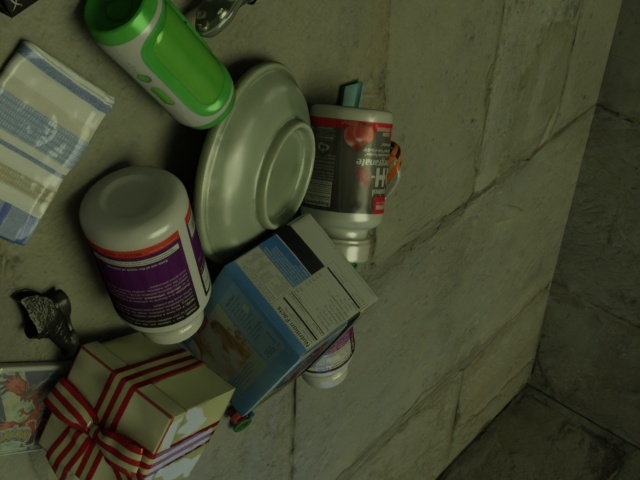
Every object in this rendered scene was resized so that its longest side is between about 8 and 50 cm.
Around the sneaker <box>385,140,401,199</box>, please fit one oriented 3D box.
[{"bbox_3d":[0.090,-0.099,2.158,0.321,0.125,0.180,-47,-172,25],"label":"sneaker"}]

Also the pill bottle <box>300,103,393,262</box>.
[{"bbox_3d":[0.051,-0.120,1.953,0.176,0.176,0.318,-6,104,-55],"label":"pill bottle"}]

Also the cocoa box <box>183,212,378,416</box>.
[{"bbox_3d":[-0.094,0.155,1.861,0.228,0.231,0.347,-34,170,-36],"label":"cocoa box"}]

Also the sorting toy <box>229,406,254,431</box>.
[{"bbox_3d":[-0.196,0.423,2.266,0.061,0.042,0.102,-31,154,-17],"label":"sorting toy"}]

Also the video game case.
[{"bbox_3d":[-0.527,0.300,1.662,0.201,0.023,0.183,10,107,-59],"label":"video game case"}]

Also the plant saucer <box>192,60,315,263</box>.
[{"bbox_3d":[-0.099,-0.134,1.774,0.400,0.101,0.400,-55,156,-40],"label":"plant saucer"}]

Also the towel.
[{"bbox_3d":[-0.444,-0.139,1.402,0.285,0.034,0.209,-58,149,-3],"label":"towel"}]

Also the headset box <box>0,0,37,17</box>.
[{"bbox_3d":[-0.349,-0.461,1.189,0.293,0.110,0.218,-45,147,-25],"label":"headset box"}]

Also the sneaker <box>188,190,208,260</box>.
[{"bbox_3d":[-0.229,-0.050,1.783,0.083,0.071,0.190,6,102,-51],"label":"sneaker"}]

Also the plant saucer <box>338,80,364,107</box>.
[{"bbox_3d":[0.055,-0.261,2.073,0.067,0.018,0.192,-25,134,-45],"label":"plant saucer"}]

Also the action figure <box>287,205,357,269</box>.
[{"bbox_3d":[0.000,0.000,2.070,0.232,0.063,0.137,41,81,-27],"label":"action figure"}]

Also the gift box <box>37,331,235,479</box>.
[{"bbox_3d":[-0.343,0.346,1.715,0.258,0.255,0.276,-10,125,-65],"label":"gift box"}]

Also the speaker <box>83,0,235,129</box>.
[{"bbox_3d":[-0.246,-0.292,1.479,0.131,0.131,0.296,-56,150,-7],"label":"speaker"}]

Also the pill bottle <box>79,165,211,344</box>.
[{"bbox_3d":[-0.295,0.037,1.632,0.181,0.182,0.322,-42,146,-29],"label":"pill bottle"}]

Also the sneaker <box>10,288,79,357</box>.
[{"bbox_3d":[-0.469,0.147,1.595,0.089,0.051,0.170,-32,135,-39],"label":"sneaker"}]

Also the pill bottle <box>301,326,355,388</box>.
[{"bbox_3d":[-0.004,0.223,2.247,0.169,0.169,0.301,-43,147,-28],"label":"pill bottle"}]

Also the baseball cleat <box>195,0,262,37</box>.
[{"bbox_3d":[-0.137,-0.410,1.575,0.205,0.072,0.109,-63,152,-14],"label":"baseball cleat"}]
